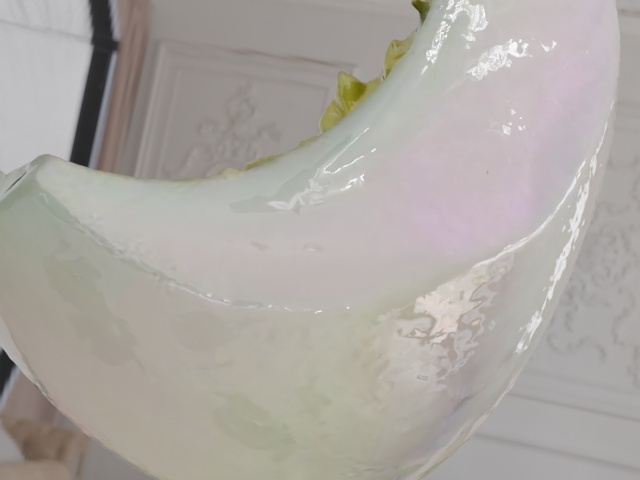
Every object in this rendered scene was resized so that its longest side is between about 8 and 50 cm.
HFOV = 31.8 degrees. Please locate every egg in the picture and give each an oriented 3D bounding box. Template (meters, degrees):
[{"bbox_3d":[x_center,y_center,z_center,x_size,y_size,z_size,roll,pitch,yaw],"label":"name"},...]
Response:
[{"bbox_3d":[0.008,0.008,0.412,0.271,0.162,0.206,-23,-36,-6],"label":"egg"}]
